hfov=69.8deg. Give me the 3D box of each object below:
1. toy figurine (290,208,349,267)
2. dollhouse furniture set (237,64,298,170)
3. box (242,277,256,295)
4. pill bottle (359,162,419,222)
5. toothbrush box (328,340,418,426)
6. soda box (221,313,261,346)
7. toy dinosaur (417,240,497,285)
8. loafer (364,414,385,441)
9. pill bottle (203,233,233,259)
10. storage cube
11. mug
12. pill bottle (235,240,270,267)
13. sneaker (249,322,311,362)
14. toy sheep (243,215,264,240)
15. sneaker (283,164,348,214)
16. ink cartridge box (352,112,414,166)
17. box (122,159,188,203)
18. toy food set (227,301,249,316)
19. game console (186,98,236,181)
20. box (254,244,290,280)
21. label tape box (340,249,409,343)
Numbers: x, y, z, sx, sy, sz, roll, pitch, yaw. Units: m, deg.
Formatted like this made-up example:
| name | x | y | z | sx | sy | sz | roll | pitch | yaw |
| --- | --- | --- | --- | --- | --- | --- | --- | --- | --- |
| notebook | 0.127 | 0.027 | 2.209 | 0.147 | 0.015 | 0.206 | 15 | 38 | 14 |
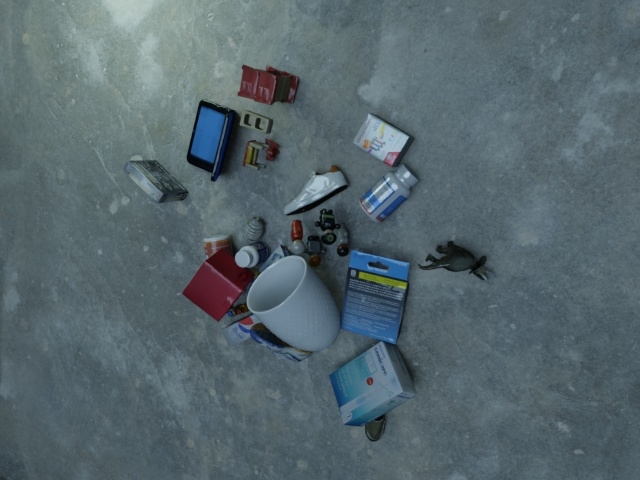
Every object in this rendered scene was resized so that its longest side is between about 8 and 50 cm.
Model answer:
| name | x | y | z | sx | sy | sz | roll | pitch | yaw |
| --- | --- | --- | --- | --- | --- | --- | --- | --- | --- |
| toy figurine | 0.000 | 0.000 | 1.795 | 0.212 | 0.209 | 0.148 | -19 | 55 | 19 |
| dollhouse furniture set | -0.231 | -0.487 | 1.818 | 0.152 | 0.201 | 0.375 | 22 | 113 | 15 |
| box | -0.329 | 0.189 | 2.017 | 0.136 | 0.028 | 0.081 | 24 | 95 | 51 |
| pill bottle | 0.261 | -0.180 | 1.723 | 0.221 | 0.124 | 0.124 | -43 | 84 | 21 |
| toothbrush box | 0.204 | 0.575 | 1.830 | 0.295 | 0.126 | 0.217 | -37 | 49 | 22 |
| soda box | -0.297 | 0.374 | 2.046 | 0.286 | 0.098 | 0.091 | -27 | 89 | 23 |
| toy dinosaur | 0.484 | 0.068 | 1.641 | 0.160 | 0.313 | 0.121 | 20 | 98 | 55 |
| loafer | 0.225 | 0.738 | 1.922 | 0.094 | 0.087 | 0.252 | 8 | 102 | 19 |
| pill bottle | -0.445 | 0.087 | 2.035 | 0.121 | 0.121 | 0.217 | -5 | 98 | 21 |
| storage cube | -0.417 | 0.181 | 1.893 | 0.193 | 0.184 | 0.215 | 39 | 109 | -3 |
| mug | -0.113 | 0.273 | 1.802 | 0.373 | 0.276 | 0.328 | -10 | 131 | 40 |
| pill bottle | -0.290 | 0.062 | 1.947 | 0.094 | 0.169 | 0.094 | 4 | 101 | 19 |
| sneaker | -0.181 | 0.453 | 1.954 | 0.296 | 0.112 | 0.131 | 27 | 124 | -20 |
| toy sheep | -0.285 | -0.052 | 1.971 | 0.091 | 0.091 | 0.132 | 29 | 127 | 13 |
| sneaker | -0.035 | -0.204 | 1.850 | 0.289 | 0.106 | 0.123 | -28 | 80 | 15 |
| ink cartridge box | 0.233 | -0.370 | 1.696 | 0.176 | 0.127 | 0.128 | 34 | 110 | 13 |
| box | -0.731 | -0.265 | 2.046 | 0.231 | 0.183 | 0.056 | 42 | 111 | 8 |
| toy food set | -0.429 | 0.273 | 2.072 | 0.232 | 0.104 | 0.111 | 35 | 110 | 11 |
| game console | -0.475 | -0.426 | 1.934 | 0.173 | 0.250 | 0.294 | 15 | 107 | -10 |
| box | -0.205 | 0.156 | 1.955 | 0.233 | 0.044 | 0.159 | -47 | 45 | 22 |
| label tape box | 0.221 | 0.211 | 1.817 | 0.240 | 0.106 | 0.334 | 13 | 104 | 19 |
